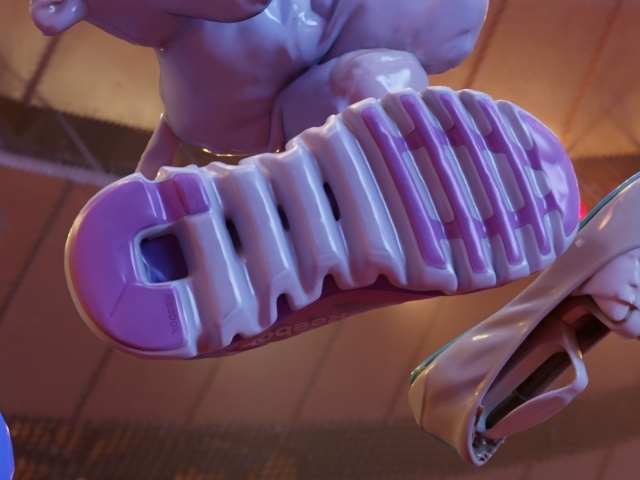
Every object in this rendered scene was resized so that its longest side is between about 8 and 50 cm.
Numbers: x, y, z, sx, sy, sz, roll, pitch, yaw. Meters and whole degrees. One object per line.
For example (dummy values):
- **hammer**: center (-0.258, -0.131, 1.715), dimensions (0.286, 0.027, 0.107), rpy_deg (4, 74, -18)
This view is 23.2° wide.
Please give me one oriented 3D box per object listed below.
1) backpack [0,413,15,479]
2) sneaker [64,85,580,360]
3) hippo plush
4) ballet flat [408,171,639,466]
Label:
- **backpack**: center (-0.165, 0.091, 0.500), dimensions (0.120, 0.101, 0.098), rpy_deg (14, -57, 4)
- **sneaker**: center (0.000, 0.000, 0.708), dimensions (0.236, 0.095, 0.104), rpy_deg (-13, -14, -14)
- **hippo plush**: center (-0.061, -0.180, 1.012), dimensions (0.294, 0.234, 0.236), rpy_deg (-8, -36, 37)
- **ballet flat**: center (0.168, 0.055, 1.024), dimensions (0.248, 0.086, 0.086), rpy_deg (-43, -42, 10)
